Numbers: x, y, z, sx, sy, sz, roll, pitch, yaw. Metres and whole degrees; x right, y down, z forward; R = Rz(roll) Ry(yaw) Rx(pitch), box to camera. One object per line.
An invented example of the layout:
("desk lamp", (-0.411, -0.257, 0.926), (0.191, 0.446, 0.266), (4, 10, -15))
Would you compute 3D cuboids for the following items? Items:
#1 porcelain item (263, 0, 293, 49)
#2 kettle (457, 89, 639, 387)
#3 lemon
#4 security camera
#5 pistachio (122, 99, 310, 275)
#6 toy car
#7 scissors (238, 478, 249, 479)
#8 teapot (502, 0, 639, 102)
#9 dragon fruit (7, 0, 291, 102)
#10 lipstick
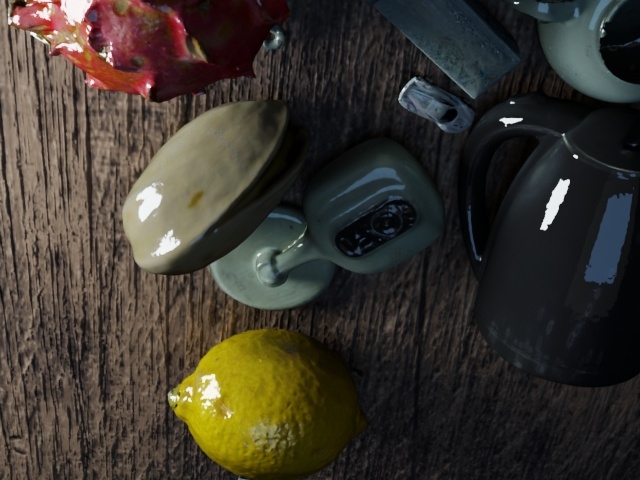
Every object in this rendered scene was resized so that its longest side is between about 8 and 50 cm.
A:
("porcelain item", (-0.061, -0.262, 1.009), (0.075, 0.021, 0.136), (12, 124, -5))
("kettle", (0.269, -0.022, 1.096), (0.268, 0.207, 0.290), (24, 130, 24))
("lemon", (-0.061, 0.206, 1.242), (0.257, 0.188, 0.188), (9, 125, -15))
("security camera", (0.000, 0.000, 1.168), (0.302, 0.080, 0.157), (-30, 122, 21))
("pistachio", (-0.115, -0.057, 1.084), (0.238, 0.153, 0.138), (-45, 129, -4))
("toy car", (0.130, -0.148, 1.095), (0.093, 0.025, 0.041), (26, 122, -19))
("scissors", (-0.082, 0.361, 1.460), (0.083, 0.006, 0.036), (17, 125, -14))
("teapot", (0.312, -0.225, 0.983), (0.294, 0.129, 0.193), (8, 124, -8))
("dragon fruit", (-0.157, -0.223, 0.919), (0.268, 0.205, 0.210), (-10, 125, 6))
("lipstick", (0.084, -0.258, 0.982), (0.290, 0.077, 0.076), (37, 116, -25))
